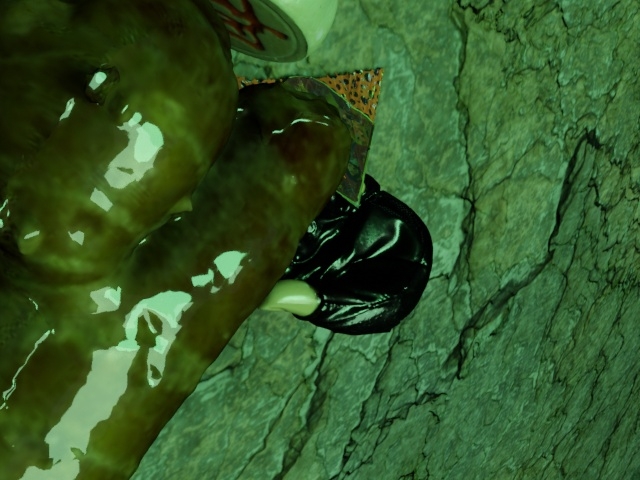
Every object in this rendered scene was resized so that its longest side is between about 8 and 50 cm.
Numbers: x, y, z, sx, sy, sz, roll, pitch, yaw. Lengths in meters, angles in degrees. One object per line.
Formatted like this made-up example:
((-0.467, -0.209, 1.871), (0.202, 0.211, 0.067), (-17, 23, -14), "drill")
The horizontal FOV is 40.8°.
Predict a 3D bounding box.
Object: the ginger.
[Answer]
((-0.164, 0.023, 0.495), (0.418, 0.176, 0.254), (-53, 131, -8), "ginger")

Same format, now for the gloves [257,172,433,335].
((0.000, 0.000, 0.719), (0.203, 0.124, 0.164), (25, 56, -25), "gloves")

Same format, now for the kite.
((0.005, -0.081, 0.677), (0.222, 0.125, 0.008), (-15, 168, -44), "kite")

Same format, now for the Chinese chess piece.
((-0.048, -0.160, 0.537), (0.122, 0.122, 0.051), (40, 73, -53), "Chinese chess piece")
